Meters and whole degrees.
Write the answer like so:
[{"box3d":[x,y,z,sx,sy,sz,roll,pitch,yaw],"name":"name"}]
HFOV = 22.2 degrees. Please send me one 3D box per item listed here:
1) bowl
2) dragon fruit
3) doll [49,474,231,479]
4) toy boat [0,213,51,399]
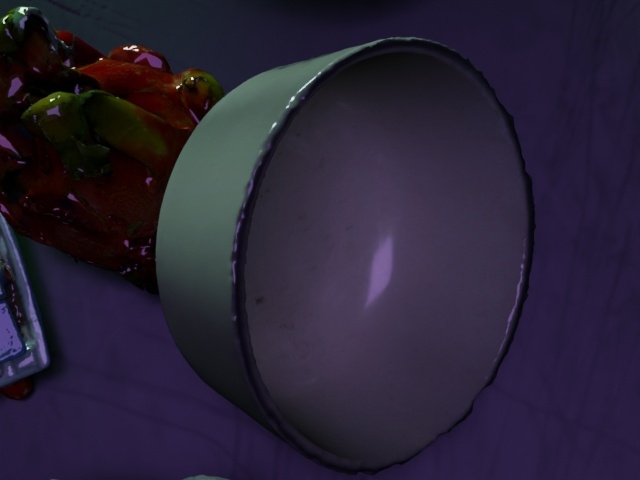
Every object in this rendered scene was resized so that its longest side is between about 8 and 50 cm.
[{"box3d":[0.000,0.000,0.804,0.112,0.211,0.211,13,79,44],"name":"bowl"},{"box3d":[-0.115,-0.046,0.828,0.142,0.175,0.138,-28,62,3],"name":"dragon fruit"},{"box3d":[-0.132,0.265,0.793,0.246,0.158,0.340,-1,110,-5],"name":"doll"},{"box3d":[-0.196,0.004,0.859,0.069,0.059,0.173,-23,82,-2],"name":"toy boat"}]
